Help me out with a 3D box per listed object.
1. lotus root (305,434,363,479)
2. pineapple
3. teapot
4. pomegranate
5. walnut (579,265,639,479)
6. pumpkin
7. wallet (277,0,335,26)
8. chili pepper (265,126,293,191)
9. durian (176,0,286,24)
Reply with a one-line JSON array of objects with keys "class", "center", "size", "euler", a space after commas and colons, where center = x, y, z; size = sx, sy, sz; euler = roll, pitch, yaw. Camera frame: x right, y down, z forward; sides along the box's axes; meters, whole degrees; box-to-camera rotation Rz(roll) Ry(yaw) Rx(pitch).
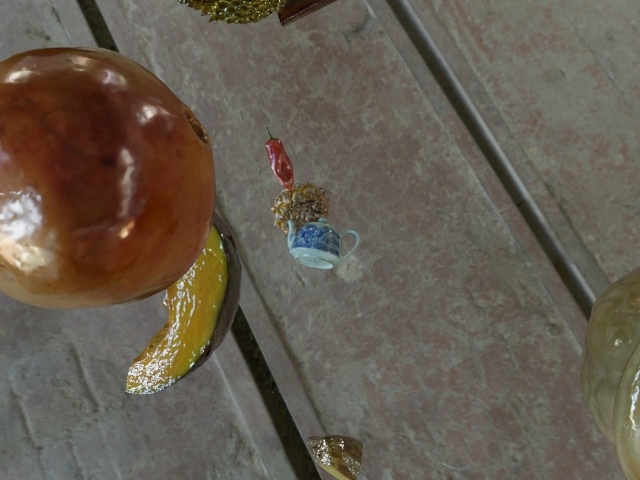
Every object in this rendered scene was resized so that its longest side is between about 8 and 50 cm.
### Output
[{"class": "lotus root", "center": [0.045, 0.552, 1.364], "size": [0.135, 0.159, 0.095], "euler": [29, 95, -26]}, {"class": "pineapple", "center": [-0.057, -0.092, 1.719], "size": [0.225, 0.076, 0.224], "euler": [-7, 114, -16]}, {"class": "teapot", "center": [0.000, 0.000, 1.543], "size": [0.232, 0.159, 0.158], "euler": [7, 72, 15]}, {"class": "pomegranate", "center": [-0.181, -0.041, 0.404], "size": [0.209, 0.209, 0.209], "euler": [1, 74, -5]}, {"class": "walnut", "center": [0.397, 0.136, 0.479], "size": [0.286, 0.296, 0.285], "euler": [-3, 101, -18]}, {"class": "pumpkin", "center": [-0.168, 0.076, 0.783], "size": [0.148, 0.169, 0.312], "euler": [8, 82, 21]}, {"class": "wallet", "center": [0.020, -0.513, 0.973], "size": [0.256, 0.031, 0.137], "euler": [-18, 85, 20]}, {"class": "chili pepper", "center": [-0.115, -0.223, 1.420], "size": [0.059, 0.050, 0.191], "euler": [-24, 93, -31]}, {"class": "durian", "center": [-0.142, -0.453, 0.894], "size": [0.252, 0.144, 0.139], "euler": [-31, 38, -5]}]
